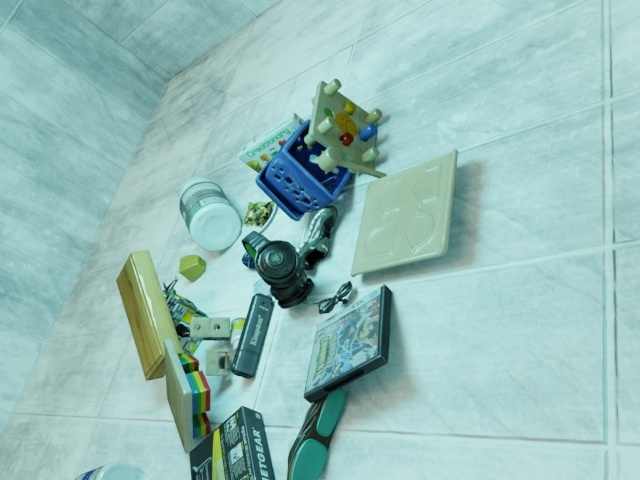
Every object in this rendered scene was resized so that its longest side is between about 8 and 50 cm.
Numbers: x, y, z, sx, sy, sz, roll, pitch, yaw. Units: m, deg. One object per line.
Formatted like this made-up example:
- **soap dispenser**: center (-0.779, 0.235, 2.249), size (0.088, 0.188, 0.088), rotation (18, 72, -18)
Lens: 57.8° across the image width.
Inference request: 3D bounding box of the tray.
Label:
- **tray**: center (-0.613, 0.261, 2.045), size (0.203, 0.076, 0.411), rotation (-48, 57, 41)

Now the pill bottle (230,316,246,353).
- **pill bottle**: center (-0.261, 0.312, 1.889), size (0.065, 0.065, 0.116), rotation (-35, 39, 26)

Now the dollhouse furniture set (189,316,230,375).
- **dollhouse furniture set**: center (-0.363, 0.351, 1.901), size (0.129, 0.128, 0.184), rotation (118, 152, -73)

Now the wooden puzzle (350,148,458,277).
- **wooden puzzle**: center (0.242, -0.061, 1.605), size (0.347, 0.080, 0.322), rotation (-21, 46, 45)

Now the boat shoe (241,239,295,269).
- **boat shoe**: center (-0.196, 0.031, 2.027), size (0.258, 0.089, 0.109), rotation (-19, 48, 40)

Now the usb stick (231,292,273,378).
- **usb stick**: center (-0.214, 0.300, 1.837), size (0.045, 0.077, 0.278), rotation (129, 158, -58)

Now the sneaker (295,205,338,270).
- **sneaker**: center (0.000, 0.000, 1.839), size (0.106, 0.078, 0.234), rotation (32, 89, 49)

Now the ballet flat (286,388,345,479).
- **ballet flat**: center (-0.019, 0.491, 1.442), size (0.096, 0.095, 0.280), rotation (-17, 38, 55)

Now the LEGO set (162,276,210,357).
- **LEGO set**: center (-0.564, 0.302, 2.144), size (0.255, 0.192, 0.331), rotation (-52, 34, 4)

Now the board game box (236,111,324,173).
- **board game box**: center (-0.145, -0.344, 2.190), size (0.305, 0.193, 0.053), rotation (-26, 43, 36)

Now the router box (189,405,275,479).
- **router box**: center (-0.241, 0.648, 1.570), size (0.243, 0.081, 0.309), rotation (-43, 36, 16)

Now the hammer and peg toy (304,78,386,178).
- **hammer and peg toy**: center (0.077, -0.323, 1.863), size (0.127, 0.266, 0.361), rotation (-33, 38, 43)

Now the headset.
- **headset**: center (-0.083, 0.094, 1.746), size (0.185, 0.243, 0.394), rotation (-40, 48, -13)

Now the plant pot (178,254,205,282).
- **plant pot**: center (-0.515, 0.105, 2.356), size (0.083, 0.081, 0.081), rotation (-25, 43, 21)

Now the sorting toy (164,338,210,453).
- **sorting toy**: center (-0.416, 0.479, 1.825), size (0.255, 0.089, 0.257), rotation (48, 140, 49)

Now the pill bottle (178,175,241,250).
- **pill bottle**: center (-0.466, -0.123, 2.377), size (0.204, 0.204, 0.361), rotation (-50, 34, 7)

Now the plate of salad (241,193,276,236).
- **plate of salad**: center (-0.245, -0.106, 2.237), size (0.200, 0.048, 0.200), rotation (-30, 41, 30)

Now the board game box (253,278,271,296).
- **board game box**: center (-0.191, 0.164, 1.970), size (0.090, 0.020, 0.090), rotation (-35, 38, 25)

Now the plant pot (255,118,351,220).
- **plant pot**: center (-0.061, -0.219, 1.919), size (0.212, 0.236, 0.236), rotation (-35, 17, 39)

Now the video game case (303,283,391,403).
- **video game case**: center (0.073, 0.261, 1.495), size (0.248, 0.035, 0.275), rotation (-34, 22, 26)

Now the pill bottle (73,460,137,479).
- **pill bottle**: center (-0.747, 0.844, 1.942), size (0.264, 0.153, 0.153), rotation (-29, 42, 33)
